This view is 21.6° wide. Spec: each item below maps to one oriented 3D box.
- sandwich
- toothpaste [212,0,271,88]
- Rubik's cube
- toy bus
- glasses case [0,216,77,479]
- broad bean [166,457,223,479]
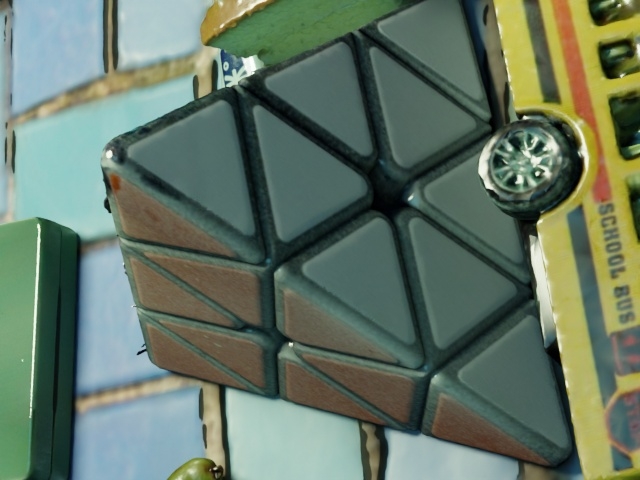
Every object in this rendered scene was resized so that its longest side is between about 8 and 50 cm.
[{"bbox_3d":[0.033,-0.209,1.034,0.096,0.094,0.258,33,95,39],"label":"sandwich"},{"bbox_3d":[-0.051,-0.135,1.110,0.056,0.036,0.205,-24,67,44],"label":"toothpaste"},{"bbox_3d":[-0.002,0.002,0.966,0.229,0.233,0.228,-111,13,-67],"label":"Rubik's cube"},{"bbox_3d":[0.164,0.032,0.858,0.123,0.121,0.336,-15,68,17],"label":"toy bus"},{"bbox_3d":[-0.210,0.080,1.155,0.077,0.039,0.184,-11,70,33],"label":"glasses case"},{"bbox_3d":[-0.066,0.234,1.003,0.070,0.048,0.214,-29,59,27],"label":"broad bean"}]
